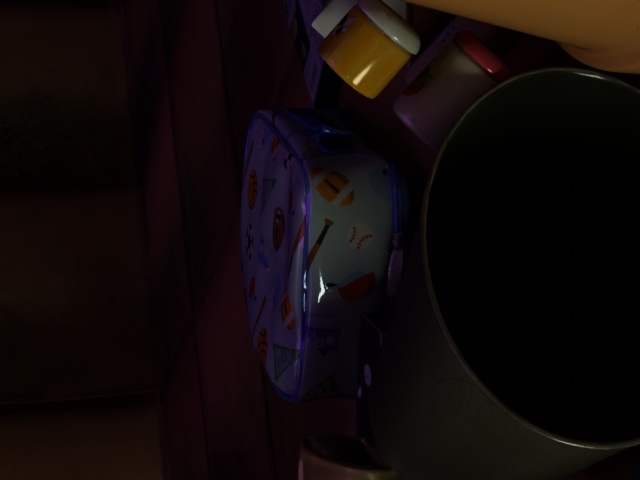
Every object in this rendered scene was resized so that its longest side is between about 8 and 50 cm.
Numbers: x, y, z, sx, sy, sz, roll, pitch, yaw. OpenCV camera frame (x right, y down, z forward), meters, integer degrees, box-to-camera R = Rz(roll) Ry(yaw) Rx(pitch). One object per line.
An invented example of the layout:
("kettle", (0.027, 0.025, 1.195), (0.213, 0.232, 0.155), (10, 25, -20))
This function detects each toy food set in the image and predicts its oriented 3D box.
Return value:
("toy food set", (0.077, -0.124, 0.700), (0.104, 0.111, 0.232), (-47, -1, 14))

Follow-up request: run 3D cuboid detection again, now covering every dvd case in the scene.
("dvd case", (-0.007, -0.282, 1.279), (0.180, 0.022, 0.253), (105, 158, -45))

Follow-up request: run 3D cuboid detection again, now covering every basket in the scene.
("basket", (0.107, 0.055, 0.674), (0.227, 0.154, 0.204), (106, 173, -59))

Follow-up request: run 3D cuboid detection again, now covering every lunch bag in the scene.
("lunch bag", (0.000, 0.000, 1.130), (0.303, 0.115, 0.243), (-130, 42, -67))

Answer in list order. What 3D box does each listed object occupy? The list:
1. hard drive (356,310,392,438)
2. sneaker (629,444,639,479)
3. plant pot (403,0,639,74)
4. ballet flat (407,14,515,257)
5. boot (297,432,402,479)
("hard drive", (0.086, 0.247, 0.939), (0.237, 0.064, 0.339), (-138, 48, -69))
("sneaker", (0.180, 0.151, 0.596), (0.089, 0.051, 0.170), (-121, 35, -69))
("plant pot", (0.097, -0.220, 0.560), (0.291, 0.203, 0.290), (178, 90, -75))
("ballet flat", (0.105, -0.081, 0.823), (0.079, 0.077, 0.221), (58, -160, -64))
("boot", (0.008, 0.281, 0.962), (0.236, 0.089, 0.269), (5, 98, 62))
